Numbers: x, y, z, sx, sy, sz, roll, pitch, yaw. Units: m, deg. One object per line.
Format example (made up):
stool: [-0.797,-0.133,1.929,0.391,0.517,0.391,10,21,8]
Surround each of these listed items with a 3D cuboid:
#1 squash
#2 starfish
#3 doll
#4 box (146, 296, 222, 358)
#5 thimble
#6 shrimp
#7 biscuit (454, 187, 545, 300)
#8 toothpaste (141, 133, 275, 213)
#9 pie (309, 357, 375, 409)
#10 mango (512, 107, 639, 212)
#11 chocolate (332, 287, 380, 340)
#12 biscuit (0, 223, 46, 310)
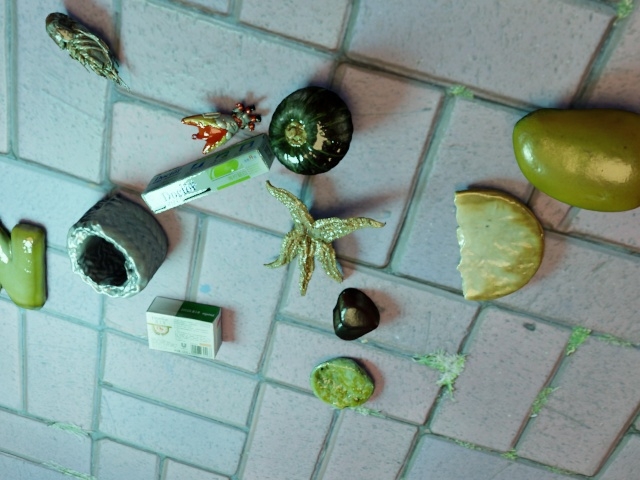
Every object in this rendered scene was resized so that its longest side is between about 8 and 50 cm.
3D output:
squash: [-0.021,-0.237,1.480,0.193,0.156,0.193,21,133,24]
starfish: [-0.008,0.015,1.682,0.302,0.084,0.293,16,129,7]
doll: [-0.220,-0.264,1.566,0.169,0.057,0.109,-22,133,10]
box: [-0.379,0.244,1.916,0.199,0.081,0.135,8,123,5]
thimble: [-0.522,0.021,1.756,0.217,0.157,0.245,-9,119,17]
shrimp: [-0.506,-0.414,1.520,0.090,0.079,0.233,-31,116,33]
biscuit: [0.418,0.009,1.604,0.205,0.040,0.308,-3,122,15]
toothpaste: [-0.267,-0.157,1.629,0.337,0.081,0.067,-18,120,23]
pie: [0.061,0.404,1.943,0.187,0.041,0.186,6,123,9]
mango: [0.543,-0.169,1.387,0.317,0.173,0.211,16,124,10]
chocolate: [0.089,0.211,1.788,0.125,0.080,0.148,21,123,0]
biscuit: [-0.885,0.059,1.922,0.237,0.062,0.290,18,123,2]
